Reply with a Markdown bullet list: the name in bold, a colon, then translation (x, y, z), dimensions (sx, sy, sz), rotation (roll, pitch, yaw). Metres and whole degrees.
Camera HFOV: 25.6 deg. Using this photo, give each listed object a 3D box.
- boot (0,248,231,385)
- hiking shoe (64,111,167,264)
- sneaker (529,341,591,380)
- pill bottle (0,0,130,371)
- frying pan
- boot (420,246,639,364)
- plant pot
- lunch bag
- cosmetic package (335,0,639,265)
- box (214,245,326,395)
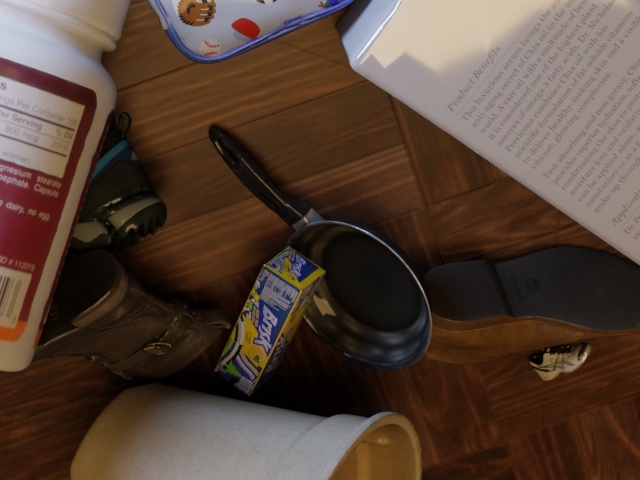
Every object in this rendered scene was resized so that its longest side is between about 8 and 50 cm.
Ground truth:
- **boot**: translation (-0.253, 0.117, 1.545), dimensions (0.263, 0.091, 0.229), rotation (-25, 149, 15)
- **hiking shoe**: translation (-0.316, -0.022, 1.526), dimensions (0.304, 0.113, 0.132), rotation (-22, 83, 10)
- **sneaker**: translation (0.282, 0.138, 1.671), dimensions (0.037, 0.032, 0.083), rotation (44, 131, -12)
- **pill bottle**: translation (-0.330, -0.090, 1.363), dimensions (0.224, 0.224, 0.392), rotation (18, 88, -14)
- **frying pan**: translation (-0.006, 0.020, 1.582), dimensions (0.326, 0.053, 0.197), rotation (37, 138, 13)
- **boot**: translation (0.253, 0.084, 1.641), dimensions (0.305, 0.112, 0.115), rotation (-1, 142, -10)
- **plant pot**: translation (-0.098, 0.300, 1.538), dimensions (0.305, 0.334, 0.334), rotation (17, 115, 25)
- **lunch bag**: translation (-0.090, -0.347, 1.395), dimensions (0.243, 0.115, 0.303), rotation (-23, 115, 1)
- **cosmetic package**: translation (0.266, -0.169, 1.483), dimensions (0.453, 0.161, 0.230), rotation (33, 106, -18)
- **box**: translation (-0.058, 0.092, 1.580), dimensions (0.054, 0.059, 0.169), rotation (35, 125, 12)
